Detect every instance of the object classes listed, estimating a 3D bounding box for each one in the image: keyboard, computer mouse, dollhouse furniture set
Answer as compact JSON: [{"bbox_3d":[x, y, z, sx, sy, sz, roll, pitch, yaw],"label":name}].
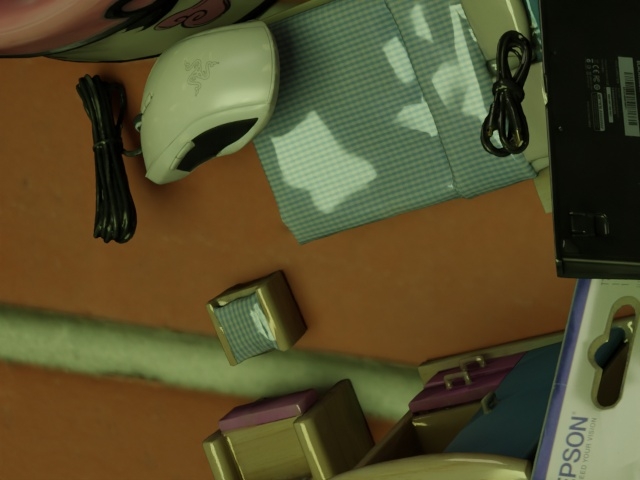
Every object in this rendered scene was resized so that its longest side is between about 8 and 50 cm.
[{"bbox_3d":[0.127,-0.065,0.865,0.108,0.180,0.023,4,154,-8],"label":"keyboard"},{"bbox_3d":[-0.086,-0.071,0.999,0.193,0.042,0.106,-29,59,53],"label":"computer mouse"},{"bbox_3d":[0.000,0.000,0.948,0.286,0.198,0.303,-15,100,29],"label":"dollhouse furniture set"}]

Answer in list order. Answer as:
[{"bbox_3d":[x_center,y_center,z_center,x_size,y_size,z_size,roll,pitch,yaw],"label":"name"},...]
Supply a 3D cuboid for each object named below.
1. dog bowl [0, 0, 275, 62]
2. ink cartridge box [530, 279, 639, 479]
[{"bbox_3d":[-0.173,-0.278,0.962,0.408,0.150,0.408,8,111,23],"label":"dog bowl"},{"bbox_3d":[0.267,0.068,0.792,0.333,0.165,0.065,3,152,29],"label":"ink cartridge box"}]
